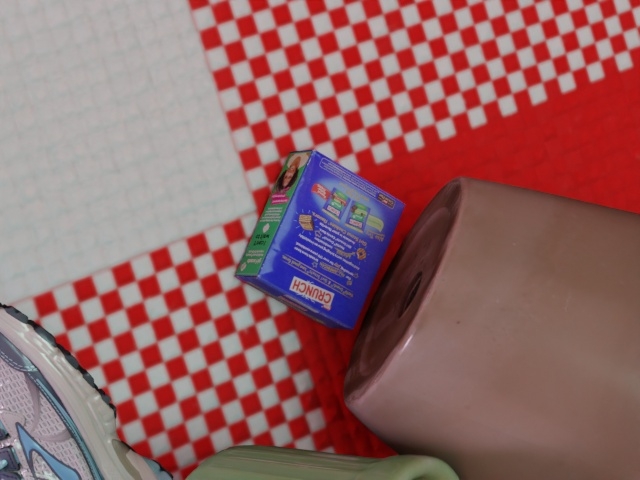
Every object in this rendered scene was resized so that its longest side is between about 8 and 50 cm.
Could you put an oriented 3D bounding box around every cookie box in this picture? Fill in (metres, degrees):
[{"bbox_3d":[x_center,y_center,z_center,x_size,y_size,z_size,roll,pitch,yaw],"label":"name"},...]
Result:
[{"bbox_3d":[0.000,0.000,1.360,0.092,0.040,0.107,30,74,-24],"label":"cookie box"}]

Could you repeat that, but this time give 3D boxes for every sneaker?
[{"bbox_3d":[-0.190,0.149,1.216,0.122,0.110,0.283,-45,108,-19],"label":"sneaker"}]

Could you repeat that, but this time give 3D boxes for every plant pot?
[{"bbox_3d":[0.181,0.098,1.327,0.280,0.323,0.323,26,76,-9],"label":"plant pot"}]

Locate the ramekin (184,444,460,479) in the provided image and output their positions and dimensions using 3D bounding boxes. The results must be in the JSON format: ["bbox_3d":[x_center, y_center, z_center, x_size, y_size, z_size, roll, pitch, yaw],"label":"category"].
[{"bbox_3d":[-0.018,0.280,1.208,0.303,0.148,0.303,9,90,-67],"label":"ramekin"}]
